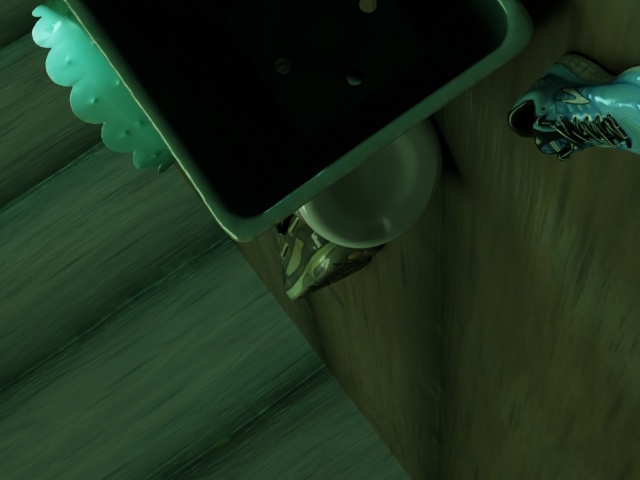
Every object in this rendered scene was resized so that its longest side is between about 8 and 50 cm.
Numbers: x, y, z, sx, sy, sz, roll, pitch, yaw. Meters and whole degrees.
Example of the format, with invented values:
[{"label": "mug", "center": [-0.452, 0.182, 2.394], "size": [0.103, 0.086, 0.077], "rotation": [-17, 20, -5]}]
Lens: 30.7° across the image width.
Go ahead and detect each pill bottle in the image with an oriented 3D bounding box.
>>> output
[{"label": "pill bottle", "center": [-0.002, -0.109, 1.259], "size": [0.161, 0.161, 0.283], "rotation": [60, 170, -28]}]

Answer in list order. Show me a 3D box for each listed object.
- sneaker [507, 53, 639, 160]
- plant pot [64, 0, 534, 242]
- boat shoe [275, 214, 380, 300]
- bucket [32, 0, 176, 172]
[{"label": "sneaker", "center": [0.178, -0.072, 0.756], "size": [0.063, 0.073, 0.162], "rotation": [59, 170, -21]}, {"label": "plant pot", "center": [-0.011, -0.169, 0.893], "size": [0.247, 0.247, 0.252], "rotation": [55, -173, 2]}, {"label": "boat shoe", "center": [0.000, 0.000, 1.809], "size": [0.130, 0.132, 0.355], "rotation": [64, 163, 6]}, {"label": "bucket", "center": [-0.220, -0.251, 1.545], "size": [0.281, 0.183, 0.281], "rotation": [51, -163, -23]}]
